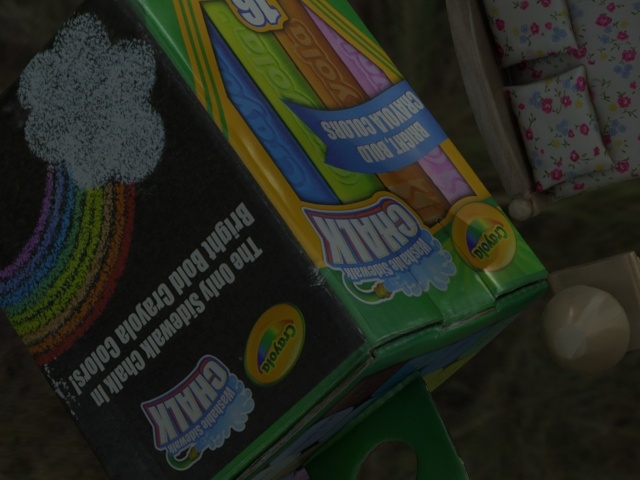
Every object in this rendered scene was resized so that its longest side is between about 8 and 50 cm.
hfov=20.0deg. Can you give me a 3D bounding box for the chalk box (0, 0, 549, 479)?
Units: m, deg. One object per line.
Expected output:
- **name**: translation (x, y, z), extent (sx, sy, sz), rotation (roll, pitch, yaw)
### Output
- **chalk box**: translation (-0.023, 0.024, 0.909), extent (0.289, 0.180, 0.179), rotation (55, 34, 12)

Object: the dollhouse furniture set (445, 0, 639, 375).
- **dollhouse furniture set**: translation (0.196, -0.070, 0.760), extent (0.174, 0.303, 0.356), rotation (-28, 100, -63)
